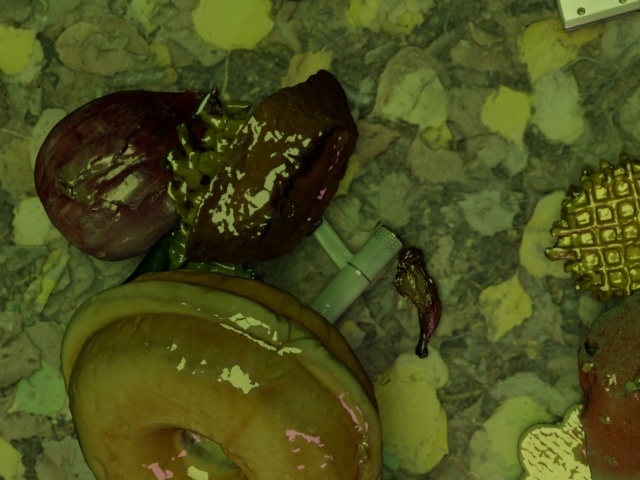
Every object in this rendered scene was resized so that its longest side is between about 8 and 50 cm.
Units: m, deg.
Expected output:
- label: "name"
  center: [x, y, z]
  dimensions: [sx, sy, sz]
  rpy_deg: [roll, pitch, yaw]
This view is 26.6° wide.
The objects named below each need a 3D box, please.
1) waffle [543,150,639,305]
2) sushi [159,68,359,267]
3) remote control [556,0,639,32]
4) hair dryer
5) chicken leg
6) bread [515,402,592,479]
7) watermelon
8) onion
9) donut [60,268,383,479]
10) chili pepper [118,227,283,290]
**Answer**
- label: "waffle"
  center: [0.392, -0.009, 1.686]
  dimensions: [0.197, 0.070, 0.193]
  rpy_deg: [24, 95, 7]
- label: "sushi"
  center: [-0.074, -0.094, 1.710]
  dimensions: [0.179, 0.167, 0.296]
  rpy_deg: [36, 94, 26]
- label: "remote control"
  center: [0.322, -0.409, 1.697]
  dimensions: [0.103, 0.055, 0.277]
  rpy_deg: [-14, 90, 11]
- label: "hair dryer"
  center: [-0.007, 0.005, 1.769]
  dimensions: [0.183, 0.044, 0.155]
  rpy_deg: [39, 80, 18]
- label: "chicken leg"
  center: [0.129, 0.079, 1.754]
  dimensions: [0.062, 0.037, 0.145]
  rpy_deg: [-19, 87, 33]
- label: "bread"
  center: [0.341, 0.338, 1.716]
  dimensions: [0.182, 0.039, 0.250]
  rpy_deg: [-34, 85, 10]
- label: "watermelon"
  center: [0.407, 0.190, 1.623]
  dimensions: [0.193, 0.140, 0.256]
  rpy_deg: [-20, 92, -16]
- label: "onion"
  center: [-0.250, -0.121, 1.763]
  dimensions: [0.283, 0.120, 0.227]
  rpy_deg: [-42, 64, -4]
- label: "donut"
  center: [-0.123, 0.219, 1.650]
  dimensions: [0.449, 0.198, 0.448]
  rpy_deg: [13, 134, 14]
- label: "chili pepper"
  center: [-0.124, 0.097, 1.774]
  dimensions: [0.265, 0.116, 0.148]
  rpy_deg: [30, 81, 9]
